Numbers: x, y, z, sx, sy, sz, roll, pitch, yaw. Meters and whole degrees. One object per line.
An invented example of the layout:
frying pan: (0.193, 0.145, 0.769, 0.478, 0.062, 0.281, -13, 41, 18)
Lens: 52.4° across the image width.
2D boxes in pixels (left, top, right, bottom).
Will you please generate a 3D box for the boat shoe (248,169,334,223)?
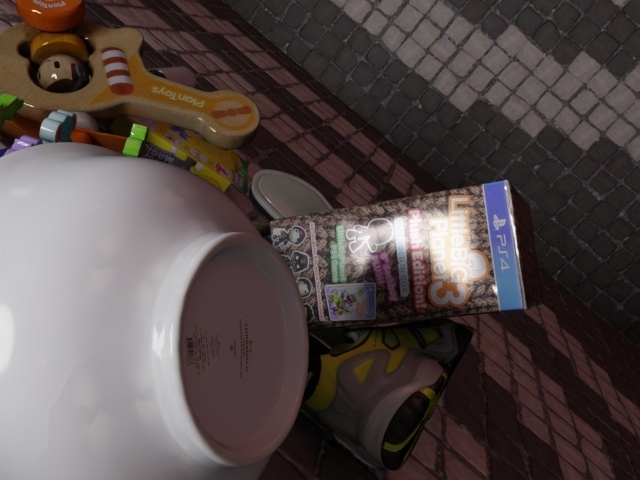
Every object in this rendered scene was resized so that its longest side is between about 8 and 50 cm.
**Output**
boat shoe: (0.000, 0.000, 1.060, 0.303, 0.091, 0.114, 36, 47, -15)

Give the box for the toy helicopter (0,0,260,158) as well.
toy helicopter: (-0.256, -0.185, 0.847, 0.355, 0.140, 0.235, 15, 55, -7)

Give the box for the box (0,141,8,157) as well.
box: (-0.396, -0.115, 0.677, 0.136, 0.028, 0.081, 42, 20, -3)

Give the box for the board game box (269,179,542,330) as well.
board game box: (0.118, 0.031, 0.836, 0.232, 0.291, 0.141, 10, 73, -67)

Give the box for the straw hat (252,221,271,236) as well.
straw hat: (-0.130, 0.016, 0.814, 0.144, 0.145, 0.061, 14, 71, -51)

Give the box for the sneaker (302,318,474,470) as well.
sneaker: (0.095, 0.152, 0.832, 0.147, 0.145, 0.385, 26, 7, 17)

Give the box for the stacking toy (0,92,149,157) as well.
stacking toy: (-0.278, -0.097, 0.647, 0.167, 0.052, 0.221, 15, 28, -5)

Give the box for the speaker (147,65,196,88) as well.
speaker: (-0.285, -0.299, 1.227, 0.055, 0.055, 0.136, 39, 19, -2)

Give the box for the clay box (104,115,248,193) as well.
clay box: (-0.216, -0.141, 1.015, 0.222, 0.053, 0.127, 33, 22, -22)

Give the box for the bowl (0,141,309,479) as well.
bowl: (-0.098, 0.071, 0.429, 0.298, 0.134, 0.297, 25, 62, -58)
